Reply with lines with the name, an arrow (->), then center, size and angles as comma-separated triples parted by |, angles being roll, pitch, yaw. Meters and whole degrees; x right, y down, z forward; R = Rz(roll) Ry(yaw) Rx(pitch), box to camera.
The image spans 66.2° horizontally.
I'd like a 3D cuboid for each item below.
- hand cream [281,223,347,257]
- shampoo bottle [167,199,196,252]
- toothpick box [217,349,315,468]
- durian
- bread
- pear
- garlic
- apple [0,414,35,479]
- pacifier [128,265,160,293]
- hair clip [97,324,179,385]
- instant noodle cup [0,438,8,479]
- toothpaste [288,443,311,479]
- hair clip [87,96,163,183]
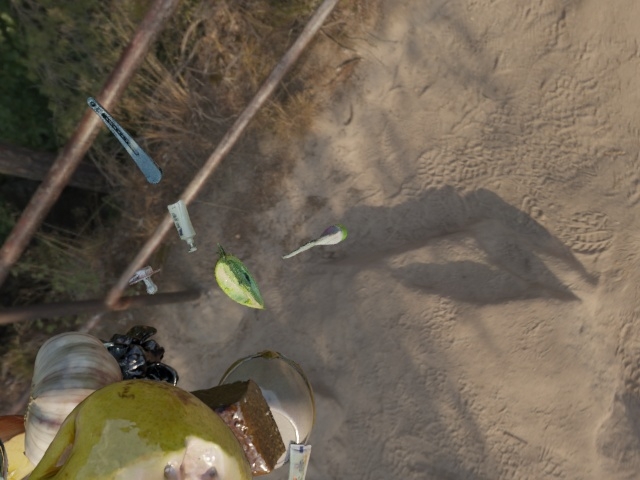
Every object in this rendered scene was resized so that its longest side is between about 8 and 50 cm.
hand cream -> 0.000, -0.001, 1.223 | 0.050, 0.275, 0.079 | 37, 111, 12
shampoo bottle -> -0.363, -0.036, 1.313 | 0.049, 0.034, 0.141 | -19, 96, 16
toothpick box -> -0.224, 0.643, 1.956 | 0.409, 0.425, 0.408 | -1, 107, -3
durian -> -0.217, 0.094, 1.282 | 0.215, 0.086, 0.100 | 54, 155, -17
bread -> -0.284, 0.400, 0.988 | 0.417, 0.113, 0.165 | -17, 97, 21
pear -> -0.212, 0.307, 0.590 | 0.271, 0.271, 0.271 | 0, 90, 35
garlic -> -0.419, 0.298, 0.937 | 0.245, 0.253, 0.245 | -175, 90, -67
apple -> -0.831, 0.550, 1.215 | 0.163, 0.251, 0.293 | 28, 74, 17
pacifier -> -0.479, 0.114, 1.354 | 0.082, 0.099, 0.078 | -24, 99, 21
hair clip -> -0.578, 0.373, 1.464 | 0.310, 0.194, 0.206 | -1, 94, 30
instant noodle cup -> -0.465, 0.302, 0.561 | 0.153, 0.205, 0.205 | -13, 82, 49
toothpaste -> -0.092, 0.891, 1.751 | 0.056, 0.058, 0.314 | 5, 82, 27
hair clip -> -0.541, -0.275, 1.360 | 0.048, 0.083, 0.275 | -37, 113, 4
